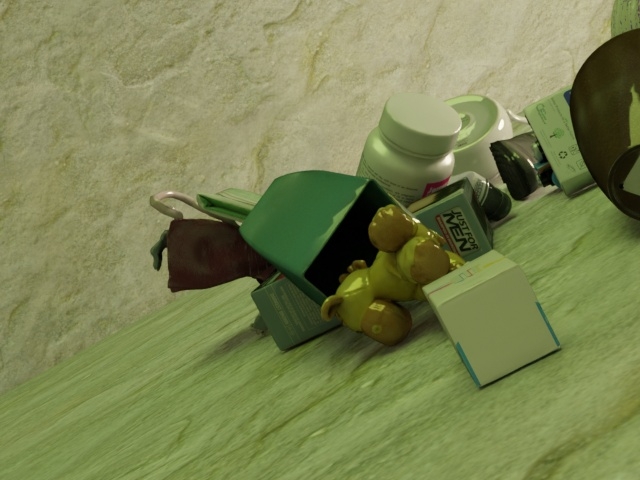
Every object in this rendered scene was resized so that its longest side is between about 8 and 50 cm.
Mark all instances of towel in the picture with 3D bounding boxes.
[{"bbox_3d":[-0.086,-0.053,1.712,0.248,0.038,0.325,15,7,3],"label":"towel"}]

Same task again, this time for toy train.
[{"bbox_3d":[0.456,-0.165,1.653,0.184,0.105,0.080,-26,6,10],"label":"toy train"}]

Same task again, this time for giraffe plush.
[{"bbox_3d":[0.088,0.057,1.203,0.170,0.181,0.210,-50,34,9],"label":"giraffe plush"}]

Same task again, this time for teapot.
[{"bbox_3d":[0.350,-0.209,2.213,0.256,0.187,0.252,17,58,44],"label":"teapot"}]

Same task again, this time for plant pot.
[{"bbox_3d":[0.413,-0.126,1.166,0.215,0.215,0.230,-24,21,29],"label":"plant pot"},{"bbox_3d":[0.000,0.000,1.370,0.234,0.165,0.165,21,72,51],"label":"plant pot"}]

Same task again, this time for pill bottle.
[{"bbox_3d":[0.142,-0.108,1.661,0.160,0.160,0.283,-33,-31,-43],"label":"pill bottle"}]

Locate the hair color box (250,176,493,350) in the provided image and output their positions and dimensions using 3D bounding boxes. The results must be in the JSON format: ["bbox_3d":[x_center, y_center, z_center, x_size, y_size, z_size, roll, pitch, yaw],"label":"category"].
[{"bbox_3d":[0.090,0.035,1.532,0.375,0.113,0.185,-25,6,14],"label":"hair color box"}]

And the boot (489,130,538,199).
[{"bbox_3d":[0.453,-0.185,1.843,0.223,0.118,0.338,-21,11,10],"label":"boot"}]

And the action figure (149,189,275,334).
[{"bbox_3d":[-0.116,0.017,1.795,0.370,0.275,0.248,-3,16,7],"label":"action figure"}]

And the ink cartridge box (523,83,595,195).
[{"bbox_3d":[0.521,-0.218,1.550,0.333,0.165,0.065,-26,-29,14],"label":"ink cartridge box"}]

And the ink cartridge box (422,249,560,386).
[{"bbox_3d":[0.167,0.074,0.953,0.090,0.092,0.143,-28,4,2],"label":"ink cartridge box"}]

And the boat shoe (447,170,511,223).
[{"bbox_3d":[0.264,-0.071,1.756,0.108,0.102,0.301,-67,14,-7],"label":"boat shoe"}]

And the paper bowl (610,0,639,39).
[{"bbox_3d":[0.539,-0.275,1.366,0.284,0.284,0.148,-31,1,-30],"label":"paper bowl"}]
